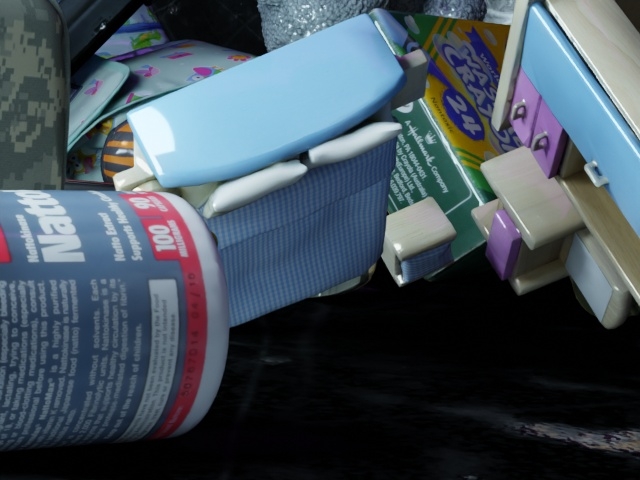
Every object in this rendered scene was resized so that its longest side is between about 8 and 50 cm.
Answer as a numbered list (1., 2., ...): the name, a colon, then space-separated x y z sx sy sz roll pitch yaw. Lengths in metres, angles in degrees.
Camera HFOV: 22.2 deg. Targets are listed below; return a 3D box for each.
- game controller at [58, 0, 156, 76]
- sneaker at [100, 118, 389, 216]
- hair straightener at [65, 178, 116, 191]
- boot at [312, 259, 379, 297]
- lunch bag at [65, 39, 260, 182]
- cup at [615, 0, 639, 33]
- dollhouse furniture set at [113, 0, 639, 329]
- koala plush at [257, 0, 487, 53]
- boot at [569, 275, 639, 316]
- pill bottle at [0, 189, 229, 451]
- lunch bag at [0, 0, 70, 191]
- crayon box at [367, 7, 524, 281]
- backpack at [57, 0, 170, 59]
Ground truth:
1. game controller: -0.281 -0.161 1.590 0.067 0.319 0.166 46 -10 -13
2. sneaker: -0.032 -0.060 1.422 0.321 0.124 0.180 3 6 -6
3. hair straightener: -0.158 -0.018 1.380 0.230 0.047 0.089 12 9 23
4. boot: 0.000 0.000 1.180 0.137 0.076 0.198 5 6 -44
5. lunch bag: -0.183 -0.106 1.610 0.262 0.160 0.223 -14 18 -24
6. cup: 0.373 -0.139 1.740 0.331 0.331 0.237 1 -21 -23
7. dollhouse furniture set: 0.054 0.032 0.918 0.303 0.198 0.286 -23 -26 -13
8. koala plush: 0.011 -0.209 1.487 0.203 0.196 0.221 -28 13 27
9. boot: 0.275 -0.065 1.199 0.236 0.089 0.269 -12 29 11
10. pill bottle: -0.138 0.033 0.655 0.180 0.108 0.108 -1 8 -34
11. lunch bag: -0.327 -0.070 0.952 0.256 0.212 0.305 9 8 31
12. crayon box: 0.144 -0.083 1.376 0.083 0.203 0.323 -36 -15 28
13. backpack: -0.369 -0.215 2.165 0.356 0.273 0.290 18 3 11
